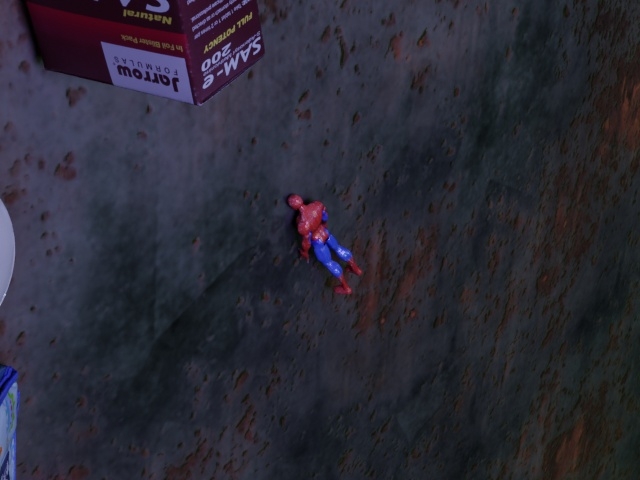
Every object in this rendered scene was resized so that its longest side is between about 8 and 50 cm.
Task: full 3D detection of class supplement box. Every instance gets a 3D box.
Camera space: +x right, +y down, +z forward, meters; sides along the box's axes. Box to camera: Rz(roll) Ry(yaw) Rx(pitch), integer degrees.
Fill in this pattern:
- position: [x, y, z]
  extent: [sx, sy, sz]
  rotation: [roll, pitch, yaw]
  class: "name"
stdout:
- position: [-0.116, -0.204, 0.660]
  extent: [0.073, 0.130, 0.239]
  rotation: [-46, 140, -39]
  class: "supplement box"

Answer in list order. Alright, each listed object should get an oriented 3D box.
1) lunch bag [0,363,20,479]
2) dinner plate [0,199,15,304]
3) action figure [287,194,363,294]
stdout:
- position: [-0.246, 0.160, 0.750]
  extent: [0.151, 0.096, 0.129]
  rotation: [-28, 128, -60]
  class: "lunch bag"
- position: [-0.245, 0.024, 0.733]
  extent: [0.141, 0.017, 0.141]
  rotation: [-31, 133, -39]
  class: "dinner plate"
- position: [0.000, 0.000, 1.019]
  extent: [0.038, 0.030, 0.115]
  rotation: [-55, 139, -24]
  class: "action figure"
